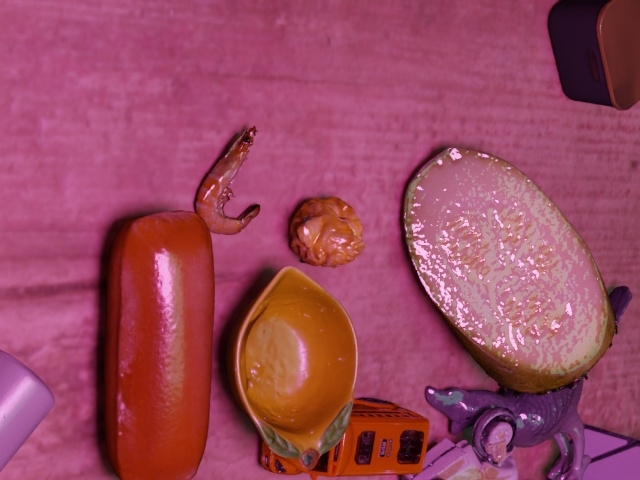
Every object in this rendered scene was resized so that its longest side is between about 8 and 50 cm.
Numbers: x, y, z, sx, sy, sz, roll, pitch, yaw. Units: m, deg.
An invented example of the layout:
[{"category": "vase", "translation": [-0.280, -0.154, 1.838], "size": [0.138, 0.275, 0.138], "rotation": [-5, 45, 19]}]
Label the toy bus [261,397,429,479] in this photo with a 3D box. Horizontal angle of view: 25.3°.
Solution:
[{"category": "toy bus", "translation": [0.028, 0.218, 1.561], "size": [0.194, 0.088, 0.083], "rotation": [7, 93, -44]}]

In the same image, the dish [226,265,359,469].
[{"category": "dish", "translation": [-0.039, 0.130, 1.472], "size": [0.148, 0.080, 0.208], "rotation": [-4, 90, -32]}]

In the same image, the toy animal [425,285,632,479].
[{"category": "toy animal", "translation": [0.297, 0.213, 1.819], "size": [0.367, 0.081, 0.206], "rotation": [-23, 101, -34]}]

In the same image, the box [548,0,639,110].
[{"category": "box", "translation": [0.382, -0.266, 1.801], "size": [0.201, 0.090, 0.144], "rotation": [-40, 124, -32]}]

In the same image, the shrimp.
[{"category": "shrimp", "translation": [-0.082, -0.058, 1.442], "size": [0.083, 0.023, 0.114], "rotation": [34, 80, -46]}]

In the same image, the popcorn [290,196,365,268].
[{"category": "popcorn", "translation": [0.000, 0.000, 1.505], "size": [0.084, 0.084, 0.084], "rotation": [-11, 106, -42]}]

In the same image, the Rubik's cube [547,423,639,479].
[{"category": "Rubik's cube", "translation": [0.412, 0.401, 1.892], "size": [0.205, 0.207, 0.205], "rotation": [-50, 131, -24]}]

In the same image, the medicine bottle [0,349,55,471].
[{"category": "medicine bottle", "translation": [-0.300, 0.164, 1.237], "size": [0.130, 0.080, 0.080], "rotation": [-52, 129, -23]}]

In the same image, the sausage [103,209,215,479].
[{"category": "sausage", "translation": [-0.153, 0.106, 1.354], "size": [0.105, 0.105, 0.274], "rotation": [-6, 103, -43]}]

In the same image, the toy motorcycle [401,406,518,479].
[{"category": "toy motorcycle", "translation": [0.161, 0.305, 1.708], "size": [0.228, 0.074, 0.151], "rotation": [-40, 127, -13]}]

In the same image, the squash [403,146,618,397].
[{"category": "squash", "translation": [0.216, 0.035, 1.638], "size": [0.189, 0.189, 0.260], "rotation": [-53, 135, -22]}]
